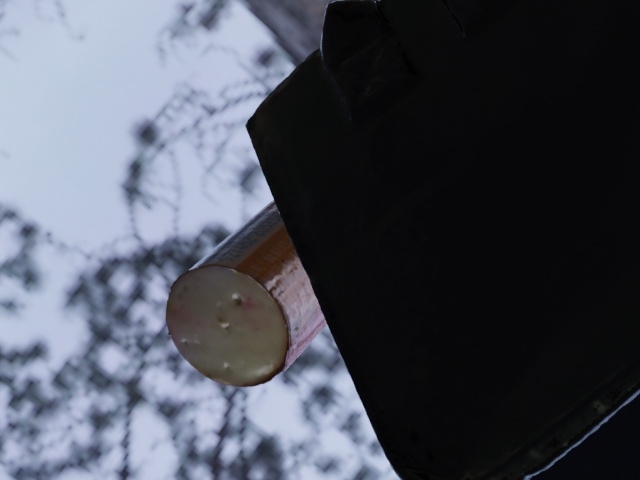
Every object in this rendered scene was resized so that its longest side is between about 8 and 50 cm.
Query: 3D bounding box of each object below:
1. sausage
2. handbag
[{"bbox_3d":[0.000,0.000,1.314,0.093,0.093,0.312,-29,-172,32],"label":"sausage"},{"bbox_3d":[0.133,-0.052,0.874,0.303,0.122,0.329,-42,-136,16],"label":"handbag"}]
